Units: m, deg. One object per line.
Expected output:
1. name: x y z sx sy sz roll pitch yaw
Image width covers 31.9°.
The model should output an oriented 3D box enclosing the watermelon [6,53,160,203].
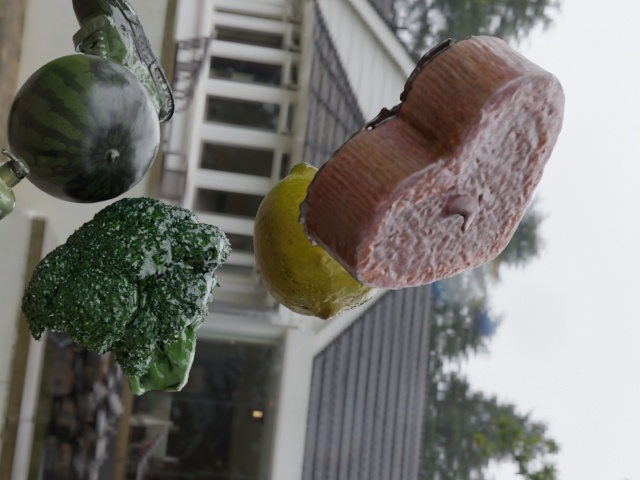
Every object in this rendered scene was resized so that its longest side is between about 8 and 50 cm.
1. watermelon: -0.323 -0.151 1.538 0.212 0.212 0.212 -173 -90 -81

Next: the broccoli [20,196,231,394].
1. broccoli: -0.262 0.078 1.555 0.308 0.308 0.275 -101 -175 -64

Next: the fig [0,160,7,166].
1. fig: -0.642 -0.124 2.193 0.201 0.134 0.146 -43 165 -24

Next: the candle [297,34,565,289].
1. candle: 0.148 -0.055 1.276 0.131 0.317 0.287 46 -5 34

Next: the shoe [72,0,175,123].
1. shoe: -0.379 -0.322 1.958 0.109 0.149 0.293 -35 -95 41

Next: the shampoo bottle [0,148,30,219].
1. shampoo bottle: -0.436 -0.050 1.407 0.079 0.162 0.079 55 2 -2

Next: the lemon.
1. lemon: 0.000 0.000 2.121 0.258 0.258 0.310 122 -45 -70
